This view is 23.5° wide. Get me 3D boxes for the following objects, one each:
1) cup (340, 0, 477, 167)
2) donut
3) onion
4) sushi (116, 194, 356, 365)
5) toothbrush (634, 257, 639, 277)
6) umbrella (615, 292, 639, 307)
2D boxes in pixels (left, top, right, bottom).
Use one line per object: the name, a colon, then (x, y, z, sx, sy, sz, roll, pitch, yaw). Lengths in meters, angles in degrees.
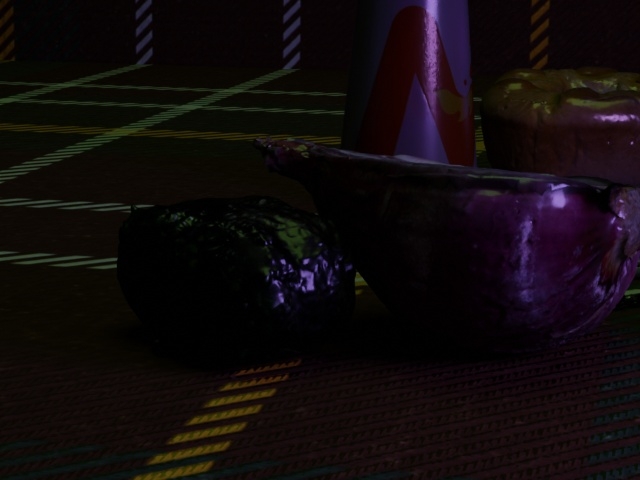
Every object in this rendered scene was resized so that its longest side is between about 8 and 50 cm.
cup: (0.112, -0.187, 1.921, 0.203, 0.289, 0.203, 1, 10, 0)
donut: (0.377, -0.156, 2.120, 0.317, 0.150, 0.299, 7, 14, 27)
onion: (0.100, 0.006, 1.304, 0.348, 0.159, 0.267, 8, 2, 28)
sushi: (-0.079, 0.028, 1.272, 0.127, 0.124, 0.225, -9, 15, -38)
toothbrush: (0.210, 0.007, 1.639, 0.304, 0.030, 0.030, 12, 16, 36)
umbrella: (0.294, 0.056, 1.436, 0.122, 0.013, 0.022, -6, -8, -25)
